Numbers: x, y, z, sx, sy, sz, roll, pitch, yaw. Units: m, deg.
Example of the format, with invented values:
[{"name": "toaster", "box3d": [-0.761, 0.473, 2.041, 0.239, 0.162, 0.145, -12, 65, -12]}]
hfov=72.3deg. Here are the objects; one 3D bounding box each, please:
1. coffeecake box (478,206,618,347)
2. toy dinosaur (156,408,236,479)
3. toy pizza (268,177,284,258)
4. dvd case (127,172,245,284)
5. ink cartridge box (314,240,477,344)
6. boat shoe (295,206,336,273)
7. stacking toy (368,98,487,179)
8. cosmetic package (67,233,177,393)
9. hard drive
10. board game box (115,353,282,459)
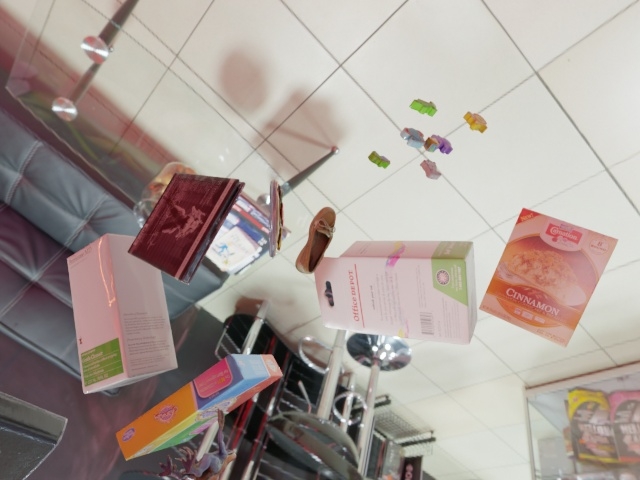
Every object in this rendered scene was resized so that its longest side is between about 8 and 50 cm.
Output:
[{"name": "coffeecake box", "box3d": [0.369, 0.056, 0.722, 0.142, 0.068, 0.185, 24, 103, 26]}, {"name": "toy dinosaur", "box3d": [-0.096, 0.194, 0.370, 0.047, 0.090, 0.082, -33, 140, 9]}, {"name": "toy pizza", "box3d": [-0.110, -0.054, 1.096, 0.032, 0.201, 0.201, 1, 133, -9]}, {"name": "dvd case", "box3d": [-0.218, -0.030, 0.689, 0.221, 0.164, 0.018, 13, 162, 48]}, {"name": "ink cartridge box", "box3d": [0.170, 0.110, 1.023, 0.354, 0.119, 0.207, 1, 110, 28]}, {"name": "boat shoe", "box3d": [-0.002, 0.000, 0.916, 0.056, 0.153, 0.048, 34, 167, -25]}, {"name": "stacking toy", "box3d": [0.226, -0.216, 0.936, 0.221, 0.052, 0.167, 4, 142, -33]}, {"name": "cosmetic package", "box3d": [-0.524, 0.187, 1.153, 0.197, 0.155, 0.365, -26, 73, 27]}, {"name": "hard drive", "box3d": [-0.494, 0.314, 0.576, 0.054, 0.255, 0.172, 42, 166, 41]}, {"name": "board game box", "box3d": [-0.270, 0.382, 1.038, 0.317, 0.064, 0.242, -35, 159, 5]}]
